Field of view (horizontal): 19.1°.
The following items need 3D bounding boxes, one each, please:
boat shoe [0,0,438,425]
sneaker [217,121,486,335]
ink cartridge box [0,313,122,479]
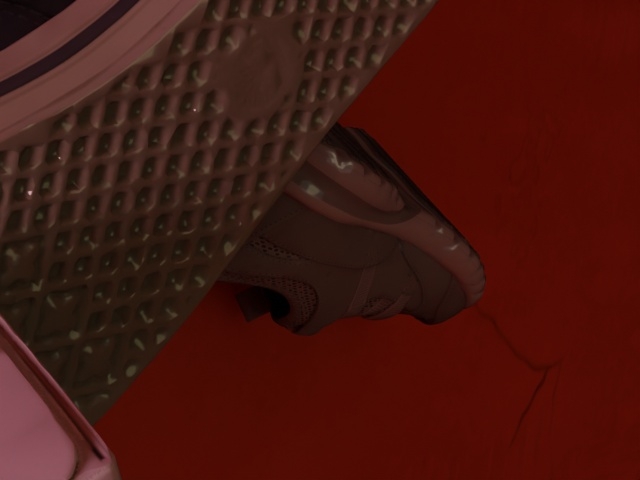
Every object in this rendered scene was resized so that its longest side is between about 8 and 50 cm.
[{"bbox_3d":[-0.121,-0.054,0.764,0.500,0.156,0.187,-49,145,-18],"label":"boat shoe"},{"bbox_3d":[0.000,0.000,1.052,0.115,0.105,0.281,-44,152,7],"label":"sneaker"},{"bbox_3d":[-0.160,0.167,0.671,0.201,0.117,0.278,-31,144,-18],"label":"ink cartridge box"}]
